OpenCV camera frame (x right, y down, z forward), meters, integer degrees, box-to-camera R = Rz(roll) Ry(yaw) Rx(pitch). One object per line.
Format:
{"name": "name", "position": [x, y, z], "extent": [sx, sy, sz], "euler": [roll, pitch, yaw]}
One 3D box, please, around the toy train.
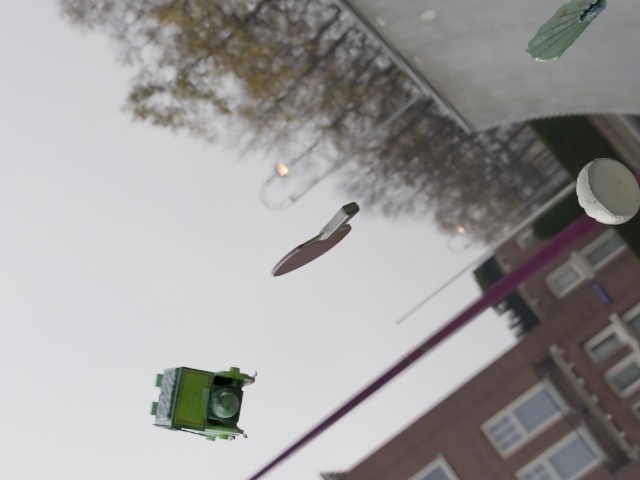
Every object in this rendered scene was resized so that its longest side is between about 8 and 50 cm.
{"name": "toy train", "position": [-0.250, 0.339, 2.295], "extent": [0.188, 0.159, 0.272], "euler": [12, 169, -15]}

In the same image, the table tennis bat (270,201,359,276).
{"name": "table tennis bat", "position": [0.000, 0.000, 1.921], "extent": [0.154, 0.274, 0.021], "euler": [-24, -102, -31]}

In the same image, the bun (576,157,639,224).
{"name": "bun", "position": [0.564, -0.089, 2.173], "extent": [0.138, 0.094, 0.138], "euler": [12, -121, -20]}

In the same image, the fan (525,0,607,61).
{"name": "fan", "position": [0.371, -0.327, 1.638], "extent": [0.009, 0.131, 0.240], "euler": [52, -135, -18]}
